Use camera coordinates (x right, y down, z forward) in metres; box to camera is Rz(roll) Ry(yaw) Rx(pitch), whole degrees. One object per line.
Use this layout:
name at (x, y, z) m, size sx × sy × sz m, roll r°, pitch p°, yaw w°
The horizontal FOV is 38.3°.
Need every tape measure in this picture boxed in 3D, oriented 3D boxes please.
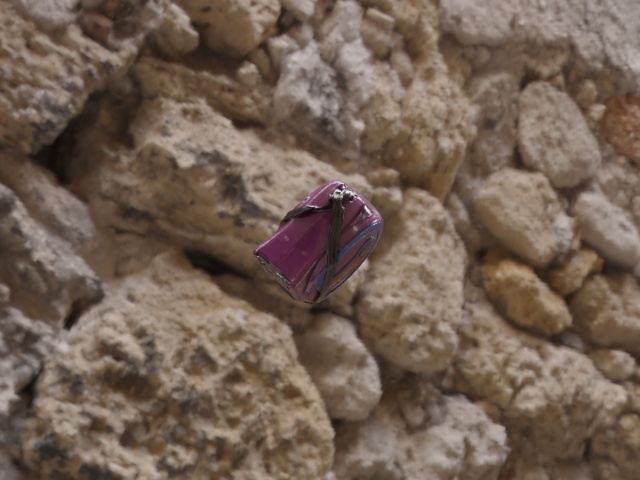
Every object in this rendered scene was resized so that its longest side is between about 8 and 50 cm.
tape measure at (0.000, 0.000, 0.855) m, size 0.074 × 0.118 × 0.125 m, roll 42°, pitch -10°, yaw 14°
